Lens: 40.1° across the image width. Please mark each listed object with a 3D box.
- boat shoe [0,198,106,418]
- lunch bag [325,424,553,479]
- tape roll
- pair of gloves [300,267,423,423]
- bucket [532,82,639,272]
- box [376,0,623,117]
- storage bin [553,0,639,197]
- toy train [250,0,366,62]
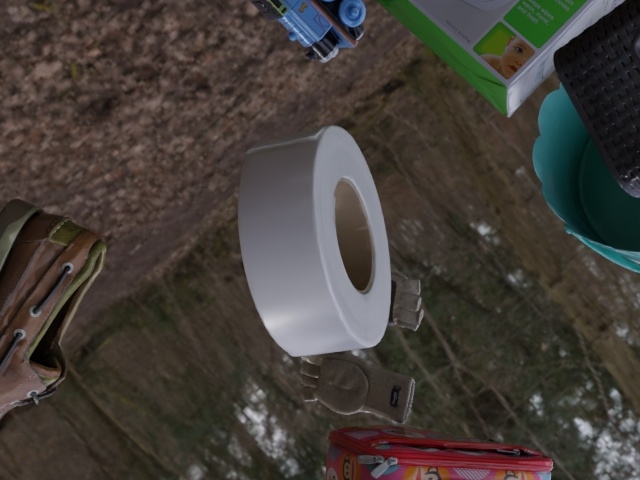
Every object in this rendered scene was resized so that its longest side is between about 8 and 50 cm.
[{"bbox_3d":[-0.301,0.119,0.841,0.111,0.104,0.307,-79,-168,-80],"label":"boat shoe"},{"bbox_3d":[0.166,0.334,1.222,0.258,0.293,0.120,167,-70,-71],"label":"lunch bag"},{"bbox_3d":[0.000,0.000,1.108,0.100,0.286,0.286,-10,-157,21],"label":"tape roll"},{"bbox_3d":[0.063,0.154,1.383,0.204,0.240,0.042,4,178,27],"label":"pair of gloves"},{"bbox_3d":[0.402,-0.095,1.015,0.281,0.281,0.183,-40,154,15],"label":"bucket"},{"bbox_3d":[0.208,-0.324,1.036,0.231,0.262,0.127,-45,166,3],"label":"box"},{"bbox_3d":[0.267,-0.112,0.639,0.180,0.122,0.084,-14,164,-45],"label":"storage bin"},{"bbox_3d":[-0.020,-0.327,1.209,0.105,0.184,0.080,-50,-153,-5],"label":"toy train"}]
